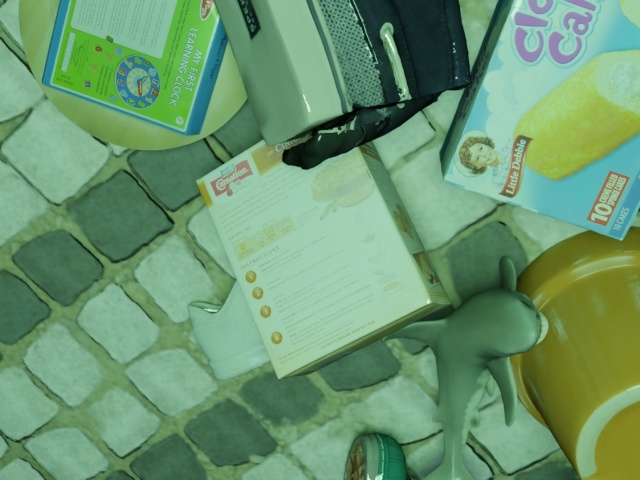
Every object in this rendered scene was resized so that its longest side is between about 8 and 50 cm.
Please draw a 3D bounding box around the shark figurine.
[{"bbox_3d":[0.109,0.120,0.719,0.116,0.166,0.278,6,128,-4],"label":"shark figurine"}]

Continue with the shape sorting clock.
[{"bbox_3d":[-0.148,-0.178,0.680,0.206,0.040,0.206,1,108,4],"label":"shape sorting clock"}]

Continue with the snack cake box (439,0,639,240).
[{"bbox_3d":[0.206,-0.151,0.618,0.152,0.089,0.264,17,114,-1],"label":"snack cake box"}]

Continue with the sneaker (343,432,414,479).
[{"bbox_3d":[0.092,0.329,0.842,0.121,0.108,0.302,-7,110,-7],"label":"sneaker"}]

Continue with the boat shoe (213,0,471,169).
[{"bbox_3d":[-0.004,-0.232,0.611,0.158,0.127,0.340,-19,94,-25],"label":"boat shoe"}]

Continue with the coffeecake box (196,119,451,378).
[{"bbox_3d":[0.000,0.000,0.676,0.142,0.068,0.185,-29,75,18],"label":"coffeecake box"}]

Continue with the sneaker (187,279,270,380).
[{"bbox_3d":[-0.033,0.052,0.751,0.212,0.080,0.094,-27,95,19],"label":"sneaker"}]

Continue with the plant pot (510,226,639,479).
[{"bbox_3d":[0.261,0.117,0.671,0.205,0.188,0.205,3,113,7],"label":"plant pot"}]
